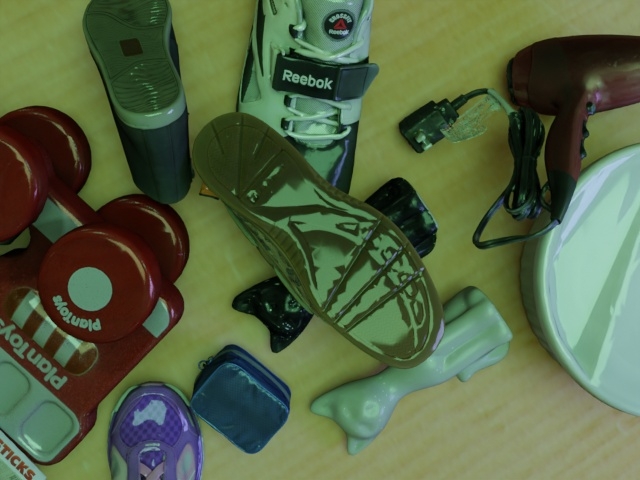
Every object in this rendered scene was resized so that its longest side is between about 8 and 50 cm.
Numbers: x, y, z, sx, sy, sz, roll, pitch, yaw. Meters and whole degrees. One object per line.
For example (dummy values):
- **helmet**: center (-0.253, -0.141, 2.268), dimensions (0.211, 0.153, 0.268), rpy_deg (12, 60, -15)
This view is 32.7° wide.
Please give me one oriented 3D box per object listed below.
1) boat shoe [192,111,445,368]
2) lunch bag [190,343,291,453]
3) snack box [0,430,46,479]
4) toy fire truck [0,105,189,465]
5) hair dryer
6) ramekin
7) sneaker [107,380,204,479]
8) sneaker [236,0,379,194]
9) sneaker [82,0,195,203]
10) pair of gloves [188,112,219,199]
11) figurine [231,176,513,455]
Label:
- **boat shoe**: center (0.000, 0.000, 0.996), dimensions (0.104, 0.089, 0.285), rpy_deg (-41, 86, -10)
- **lunch bag**: center (-0.079, 0.149, 1.057), dimensions (0.098, 0.065, 0.067), rpy_deg (42, 99, -8)
- **snack box**: center (-0.332, 0.169, 1.006), dimensions (0.178, 0.064, 0.022), rpy_deg (49, 48, -12)
- **toy fire truck**: center (-0.280, 0.031, 0.985), dimensions (0.302, 0.169, 0.254), rpy_deg (42, 102, -6)
- **hair dryer**: center (0.241, -0.109, 1.051), dimensions (0.293, 0.223, 0.080), rpy_deg (-33, 138, 0)
- **ramekin**: center (0.325, 0.037, 1.093), dimensions (0.273, 0.127, 0.272), rpy_deg (0, 91, -10)
- **sneaker**: center (-0.158, 0.253, 1.024), dimensions (0.095, 0.104, 0.236), rpy_deg (4, 88, -8)
- **sneaker**: center (-0.011, -0.175, 1.027), dimensions (0.122, 0.146, 0.330), rpy_deg (-1, 92, -13)
- **sneaker**: center (-0.169, -0.139, 1.014), dimensions (0.083, 0.222, 0.118), rpy_deg (-9, 136, -8)
- **pair of gloves**: center (-0.125, -0.085, 1.075), dimensions (0.083, 0.010, 0.074), rpy_deg (19, 87, -8)
- **figurine**: center (0.054, 0.082, 1.076), dimensions (0.209, 0.092, 0.215), rpy_deg (-35, 96, 1)
